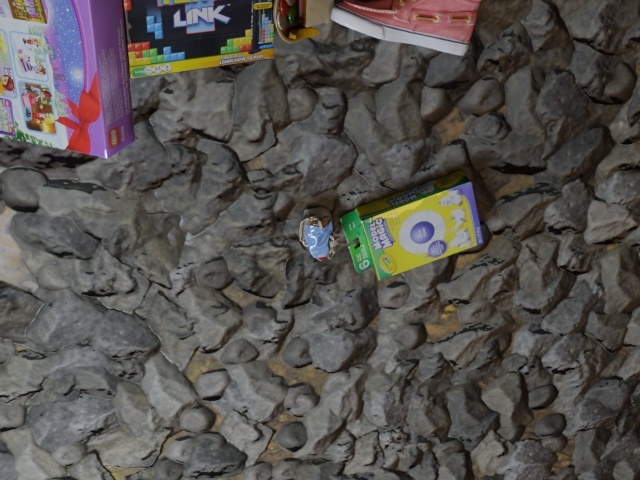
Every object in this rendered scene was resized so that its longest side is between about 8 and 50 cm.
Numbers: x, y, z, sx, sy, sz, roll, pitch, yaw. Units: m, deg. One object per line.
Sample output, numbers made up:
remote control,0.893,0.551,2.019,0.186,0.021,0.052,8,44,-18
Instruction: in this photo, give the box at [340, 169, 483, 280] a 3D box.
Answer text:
box,0.124,-0.016,1.023,0.179,0.043,0.105,-19,122,1

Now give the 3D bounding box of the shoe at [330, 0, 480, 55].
shoe,0.102,-0.270,0.861,0.178,0.063,0.081,6,117,-22

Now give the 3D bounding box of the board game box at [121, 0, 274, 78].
board game box,-0.132,-0.254,0.791,0.170,0.048,0.141,-16,126,-28

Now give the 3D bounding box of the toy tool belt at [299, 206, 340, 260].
toy tool belt,0.000,0.000,0.998,0.052,0.051,0.083,-12,122,-6

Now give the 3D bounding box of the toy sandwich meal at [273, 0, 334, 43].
toy sandwich meal,-0.018,-0.257,0.837,0.085,0.029,0.085,-36,137,-43

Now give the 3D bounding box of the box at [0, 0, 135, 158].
box,-0.293,-0.238,0.738,0.201,0.057,0.293,13,122,16
